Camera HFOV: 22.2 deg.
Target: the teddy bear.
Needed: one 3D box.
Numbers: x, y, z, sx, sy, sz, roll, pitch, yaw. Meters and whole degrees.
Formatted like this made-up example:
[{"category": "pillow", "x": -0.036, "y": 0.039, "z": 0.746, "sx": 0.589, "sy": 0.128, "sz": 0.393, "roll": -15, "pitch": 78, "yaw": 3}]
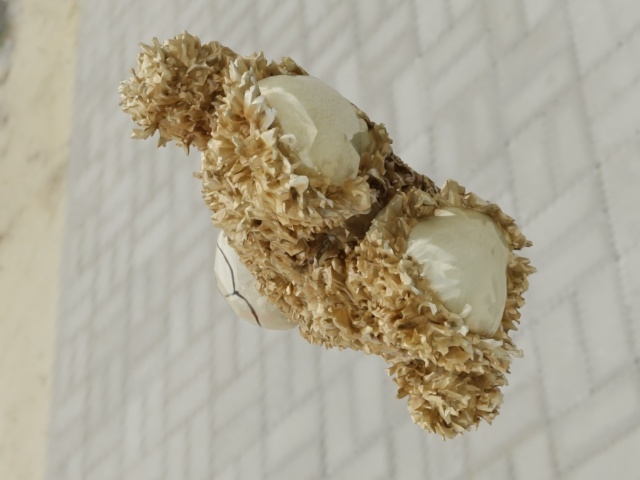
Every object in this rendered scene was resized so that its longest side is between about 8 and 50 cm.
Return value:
[{"category": "teddy bear", "x": 0.000, "y": 0.000, "z": 0.811, "sx": 0.113, "sy": 0.245, "sz": 0.338, "roll": -52, "pitch": 20, "yaw": -3}]
